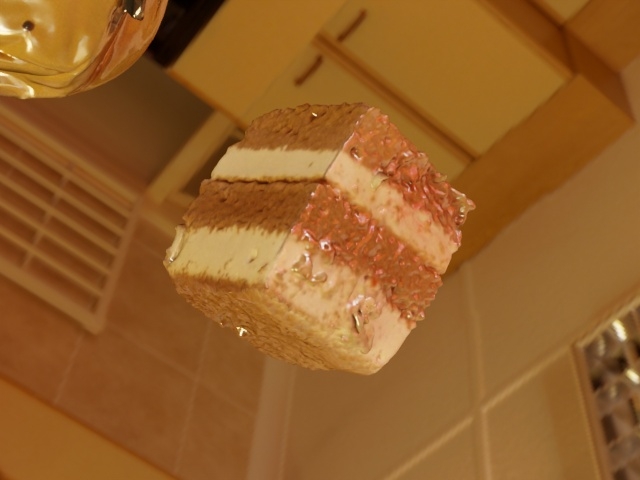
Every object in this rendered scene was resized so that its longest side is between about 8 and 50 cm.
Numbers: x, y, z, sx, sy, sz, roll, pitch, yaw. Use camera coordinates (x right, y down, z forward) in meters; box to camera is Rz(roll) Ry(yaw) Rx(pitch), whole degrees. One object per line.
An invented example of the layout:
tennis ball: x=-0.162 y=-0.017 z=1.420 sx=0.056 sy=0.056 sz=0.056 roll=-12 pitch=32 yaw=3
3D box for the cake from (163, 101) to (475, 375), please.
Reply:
cake: x=0.000 y=0.000 z=1.312 sx=0.282 sy=0.255 sz=0.290 roll=3 pitch=-117 yaw=51

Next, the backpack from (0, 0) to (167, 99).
backpack: x=-0.344 y=-0.329 z=1.105 sx=0.201 sy=0.378 sz=0.354 roll=-61 pitch=165 yaw=-72
